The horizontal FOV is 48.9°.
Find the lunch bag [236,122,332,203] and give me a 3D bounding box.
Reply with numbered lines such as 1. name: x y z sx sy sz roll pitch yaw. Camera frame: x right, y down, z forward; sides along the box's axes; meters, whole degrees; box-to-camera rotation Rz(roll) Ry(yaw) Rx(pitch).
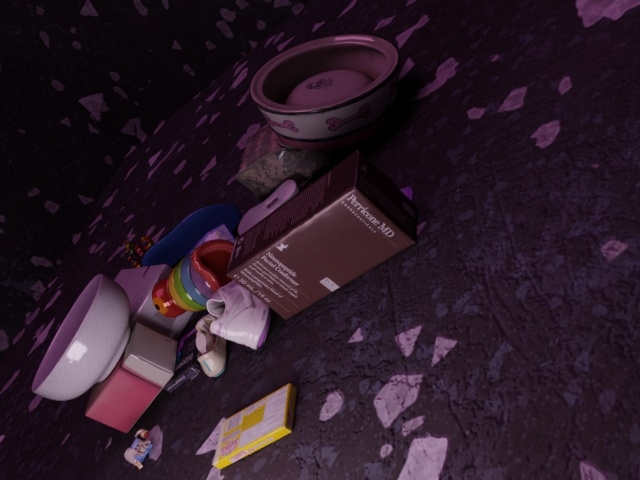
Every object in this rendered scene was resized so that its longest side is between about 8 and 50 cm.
1. lunch bag: -0.083 -0.267 2.043 0.287 0.169 0.235 -28 32 26

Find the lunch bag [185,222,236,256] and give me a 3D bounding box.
1. lunch bag: -0.284 0.045 1.960 0.151 0.096 0.128 -49 56 19

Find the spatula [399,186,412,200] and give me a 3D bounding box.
1. spatula: 0.069 -0.072 1.602 0.297 0.030 0.084 -7 42 21

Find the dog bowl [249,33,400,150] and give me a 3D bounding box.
1. dog bowl: 0.024 -0.395 1.899 0.408 0.150 0.408 -10 40 9

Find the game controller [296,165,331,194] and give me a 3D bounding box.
1. game controller: -0.020 -0.067 1.775 0.166 0.067 0.319 -39 26 20

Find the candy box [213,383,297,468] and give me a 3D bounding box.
1. candy box: -0.130 0.368 1.393 0.206 0.027 0.105 -34 32 29

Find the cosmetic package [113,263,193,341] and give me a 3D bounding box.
1. cosmetic package: -0.531 0.203 2.114 0.385 0.156 0.217 -8 49 53

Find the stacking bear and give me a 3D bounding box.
1. stacking bear: -0.331 0.119 1.833 0.289 0.175 0.164 -27 12 36

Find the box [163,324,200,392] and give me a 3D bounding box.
1. box: -0.353 0.304 1.835 0.116 0.029 0.162 -39 29 22

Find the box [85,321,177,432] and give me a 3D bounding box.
1. box: -0.490 0.356 1.831 0.232 0.127 0.148 -51 23 18

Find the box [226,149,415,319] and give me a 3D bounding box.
1. box: 0.000 0.000 1.511 0.381 0.191 0.143 -35 29 29

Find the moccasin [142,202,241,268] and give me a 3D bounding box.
1. moccasin: -0.403 -0.019 2.199 0.342 0.137 0.117 -27 3 2

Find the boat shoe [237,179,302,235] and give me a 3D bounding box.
1. boat shoe: -0.132 -0.075 1.965 0.219 0.070 0.077 -38 49 11

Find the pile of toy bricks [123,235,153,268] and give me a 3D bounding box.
1. pile of toy bricks: -0.702 0.037 2.674 0.118 0.105 0.212 -45 25 8

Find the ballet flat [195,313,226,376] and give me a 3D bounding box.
1. ballet flat: -0.271 0.233 1.743 0.086 0.086 0.248 -42 26 15

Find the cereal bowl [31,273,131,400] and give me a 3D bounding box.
1. cereal bowl: -0.588 0.262 1.803 0.339 0.141 0.339 -47 22 26

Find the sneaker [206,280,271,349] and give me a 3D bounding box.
1. sneaker: -0.183 0.117 1.668 0.305 0.152 0.114 -85 10 -53

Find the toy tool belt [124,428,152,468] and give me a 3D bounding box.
1. toy tool belt: -0.422 0.495 1.671 0.051 0.052 0.083 19 70 30
